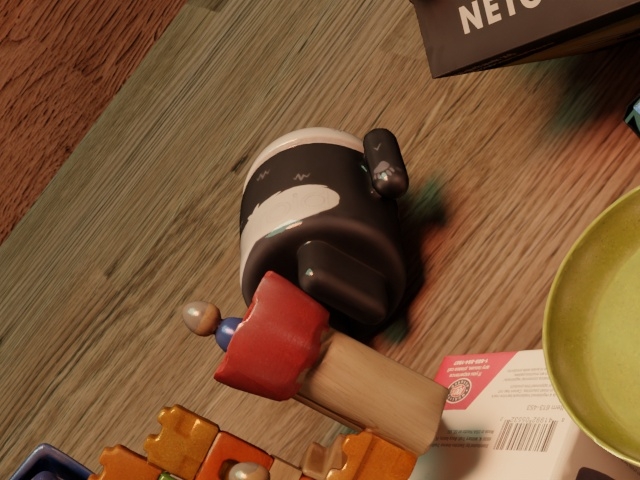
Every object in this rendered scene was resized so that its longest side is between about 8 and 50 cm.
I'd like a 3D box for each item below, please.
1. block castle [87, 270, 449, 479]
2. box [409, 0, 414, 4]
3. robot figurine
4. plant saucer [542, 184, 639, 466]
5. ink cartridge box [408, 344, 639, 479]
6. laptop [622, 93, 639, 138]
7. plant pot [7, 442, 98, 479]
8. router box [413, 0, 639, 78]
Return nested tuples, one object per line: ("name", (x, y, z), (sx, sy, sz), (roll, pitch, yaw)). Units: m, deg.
("block castle", (-0.103, 0.253, 0.950), (0.453, 0.212, 0.303), (-63, 1, -7))
("box", (0.203, -0.413, 1.126), (0.343, 0.313, 0.179), (-13, -2, 12))
("robot figurine", (0.003, 0.000, 1.303), (0.209, 0.174, 0.278), (-14, 35, 7))
("plant saucer", (0.264, 0.050, 0.806), (0.241, 0.037, 0.241), (-18, 48, 21))
("ink cartridge box", (0.131, 0.204, 0.900), (0.172, 0.100, 0.237), (-12, 45, 54))
("laptop", (0.339, -0.118, 0.815), (0.136, 0.264, 0.234), (-25, 58, -15))
("plant pot", (-0.250, 0.353, 1.203), (0.236, 0.236, 0.212), (-51, 18, 3))
("router box", (0.271, -0.225, 1.075), (0.242, 0.081, 0.309), (-14, 0, -35))
